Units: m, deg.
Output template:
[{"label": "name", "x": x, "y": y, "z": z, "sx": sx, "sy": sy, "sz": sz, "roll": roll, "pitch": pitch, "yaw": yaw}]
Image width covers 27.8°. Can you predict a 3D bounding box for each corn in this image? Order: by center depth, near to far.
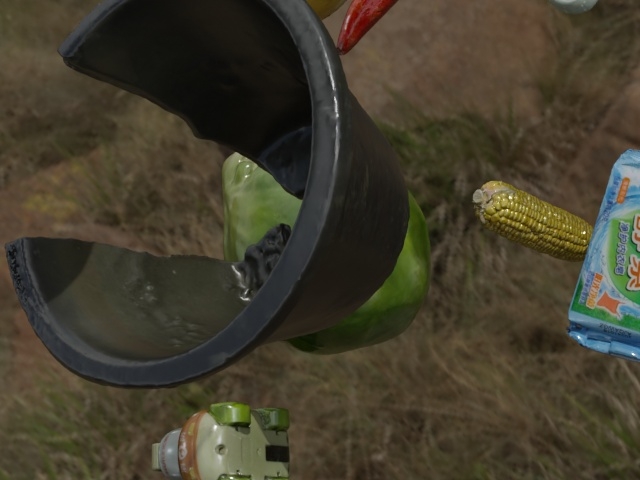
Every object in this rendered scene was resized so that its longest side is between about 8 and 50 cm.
[{"label": "corn", "x": 0.323, "y": -0.025, "z": 1.955, "sx": 0.080, "sy": 0.238, "sz": 0.080, "roll": -39, "pitch": 39, "yaw": 41}]

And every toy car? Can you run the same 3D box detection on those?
[{"label": "toy car", "x": -0.172, "y": 0.341, "z": 2.041, "sx": 0.235, "sy": 0.235, "sz": 0.145, "roll": -9, "pitch": 75, "yaw": 27}]

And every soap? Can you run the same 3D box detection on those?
[{"label": "soap", "x": 0.455, "y": 0.024, "z": 1.824, "sx": 0.156, "sy": 0.077, "sz": 0.293, "roll": 17, "pitch": 96, "yaw": 25}]

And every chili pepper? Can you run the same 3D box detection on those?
[{"label": "chili pepper", "x": 0.110, "y": -0.430, "z": 2.210, "sx": 0.272, "sy": 0.071, "sz": 0.063, "roll": -50, "pitch": 24, "yaw": -4}]

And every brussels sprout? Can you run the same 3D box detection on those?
[{"label": "brussels sprout", "x": -0.004, "y": 0.003, "z": 1.893, "sx": 0.281, "sy": 0.289, "sz": 0.354, "roll": -26, "pitch": 71, "yaw": -16}]

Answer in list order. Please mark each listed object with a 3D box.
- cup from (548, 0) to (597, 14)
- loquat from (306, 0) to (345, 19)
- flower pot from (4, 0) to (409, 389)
[{"label": "cup", "x": 0.449, "y": -0.510, "z": 2.281, "sx": 0.234, "sy": 0.186, "sz": 0.258, "roll": 10, "pitch": 64, "yaw": 36}, {"label": "loquat", "x": -0.063, "y": -0.454, "z": 1.957, "sx": 0.275, "sy": 0.275, "sz": 0.275, "roll": -18, "pitch": 46, "yaw": 20}, {"label": "flower pot", "x": -0.065, "y": -0.036, "z": 1.171, "sx": 0.379, "sy": 0.251, "sz": 0.379, "roll": -11, "pitch": 71, "yaw": 33}]
